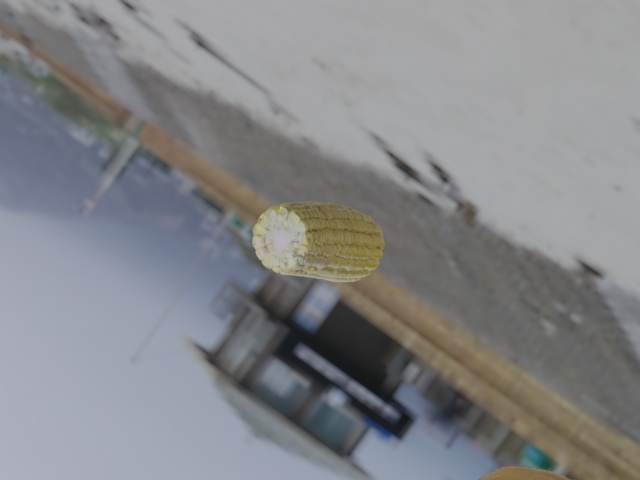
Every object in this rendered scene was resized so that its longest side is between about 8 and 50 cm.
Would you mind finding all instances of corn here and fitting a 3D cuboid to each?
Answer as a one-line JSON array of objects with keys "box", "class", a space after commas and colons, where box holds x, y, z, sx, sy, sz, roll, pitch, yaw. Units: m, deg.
[{"box": [0.000, 0.000, 2.068, 0.093, 0.093, 0.244, 35, -170, 22], "class": "corn"}]

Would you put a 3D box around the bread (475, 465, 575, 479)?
[{"box": [0.227, 0.343, 1.387, 0.337, 0.148, 0.328, 79, 164, -55], "class": "bread"}]
